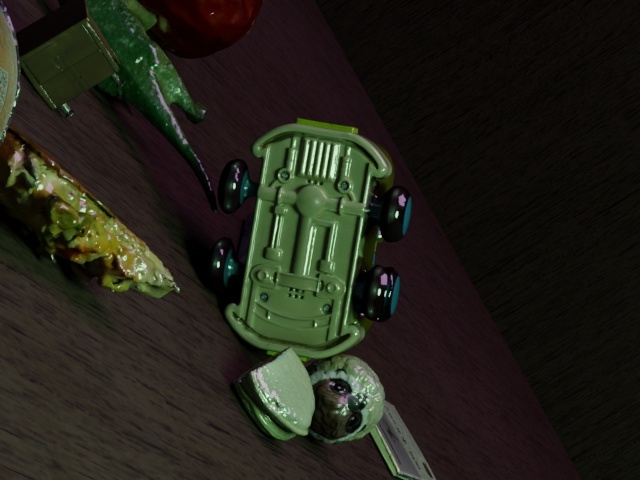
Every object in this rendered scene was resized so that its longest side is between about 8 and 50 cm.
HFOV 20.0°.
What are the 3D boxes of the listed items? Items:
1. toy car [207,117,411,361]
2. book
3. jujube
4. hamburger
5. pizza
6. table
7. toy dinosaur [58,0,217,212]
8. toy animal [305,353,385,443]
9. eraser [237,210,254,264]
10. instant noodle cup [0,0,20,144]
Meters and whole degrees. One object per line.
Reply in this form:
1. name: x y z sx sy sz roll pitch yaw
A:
1. toy car: 0.000 0.000 1.950 0.198 0.204 0.248 -1 100 -79
2. book: 0.092 0.247 2.260 0.127 0.014 0.182 61 10 21
3. jujube: -0.194 -0.391 2.301 0.223 0.223 0.318 -98 162 -68
4. hamburger: -0.042 0.159 1.793 0.084 0.054 0.121 62 13 2
5. pizza: -0.216 -0.022 1.483 0.147 0.069 0.226 38 -7 35
6. table: -0.243 -0.177 1.771 0.082 0.083 0.070 57 6 -29
7. toy dinosaur: -0.247 -0.237 1.929 0.447 0.087 0.301 56 7 31
8. toy animal: 0.003 0.171 1.926 0.098 0.137 0.098 9 77 -42
9. eraser: -0.047 -0.006 2.151 0.046 0.092 0.212 56 10 -13
10. instant noodle cup: -0.286 -0.115 1.045 0.217 0.217 0.207 59 4 11
